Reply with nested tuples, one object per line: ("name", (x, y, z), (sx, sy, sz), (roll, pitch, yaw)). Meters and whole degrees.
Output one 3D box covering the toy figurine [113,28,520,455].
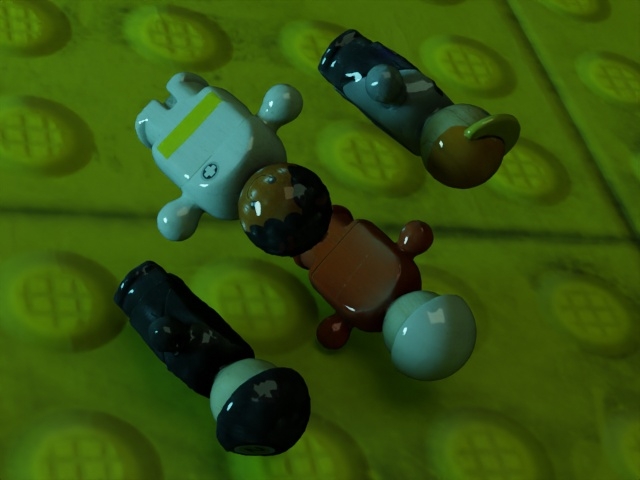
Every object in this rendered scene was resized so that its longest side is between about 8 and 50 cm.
("toy figurine", (0.000, 0.000, 0.828), (0.213, 0.210, 0.148), (-16, 43, -35))
